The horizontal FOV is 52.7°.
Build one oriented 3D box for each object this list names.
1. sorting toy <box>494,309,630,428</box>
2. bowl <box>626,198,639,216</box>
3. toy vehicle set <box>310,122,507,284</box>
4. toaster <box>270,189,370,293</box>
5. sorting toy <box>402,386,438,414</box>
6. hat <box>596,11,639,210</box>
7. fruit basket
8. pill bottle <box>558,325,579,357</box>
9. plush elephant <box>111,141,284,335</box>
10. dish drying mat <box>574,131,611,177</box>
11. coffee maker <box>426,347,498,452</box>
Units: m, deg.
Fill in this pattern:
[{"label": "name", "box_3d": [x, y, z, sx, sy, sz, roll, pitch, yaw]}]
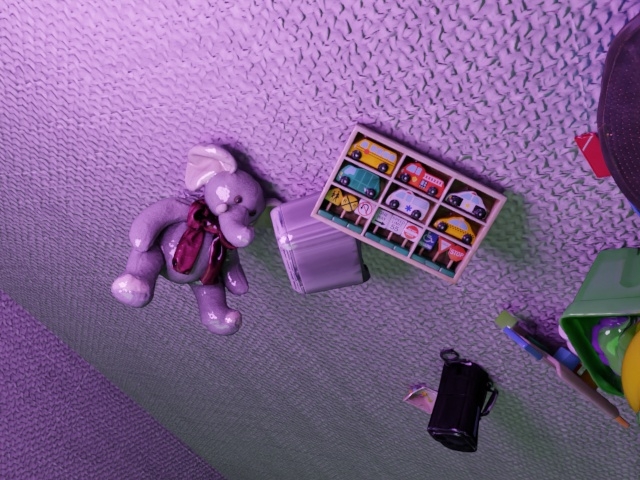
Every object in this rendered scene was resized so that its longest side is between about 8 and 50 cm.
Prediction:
[{"label": "sorting toy", "box_3d": [0.479, 0.243, 1.258, 0.348, 0.047, 0.196, 37, -174, -19]}, {"label": "bowl", "box_3d": [0.535, -0.112, 0.732, 0.392, 0.077, 0.391, 20, 140, 17]}, {"label": "toy vehicle set", "box_3d": [0.139, -0.058, 1.045, 0.267, 0.035, 0.165, 25, 108, -3]}, {"label": "toaster", "box_3d": [0.000, 0.000, 1.169, 0.147, 0.129, 0.226, -16, 139, -2]}, {"label": "sorting toy", "box_3d": [0.272, 0.407, 1.688, 0.083, 0.044, 0.075, 28, 139, -6]}, {"label": "hat", "box_3d": [0.445, -0.129, 0.609, 0.331, 0.134, 0.331, 35, 147, 27]}, {"label": "fruit basket", "box_3d": [0.543, 0.172, 0.915, 0.392, 0.391, 0.283, -10, 134, 39]}, {"label": "pill bottle", "box_3d": [0.519, 0.194, 1.206, 0.152, 0.086, 0.086, 38, 144, -19]}, {"label": "plush elephant", "box_3d": [-0.196, -0.023, 1.208, 0.255, 0.329, 0.272, -36, 131, 27]}, {"label": "dish drying mat", "box_3d": [0.393, -0.120, 0.919, 0.032, 0.008, 0.083, -15, 131, 41]}, {"label": "coffee maker", "box_3d": [0.311, 0.376, 1.495, 0.171, 0.178, 0.120, 34, 144, -16]}]
